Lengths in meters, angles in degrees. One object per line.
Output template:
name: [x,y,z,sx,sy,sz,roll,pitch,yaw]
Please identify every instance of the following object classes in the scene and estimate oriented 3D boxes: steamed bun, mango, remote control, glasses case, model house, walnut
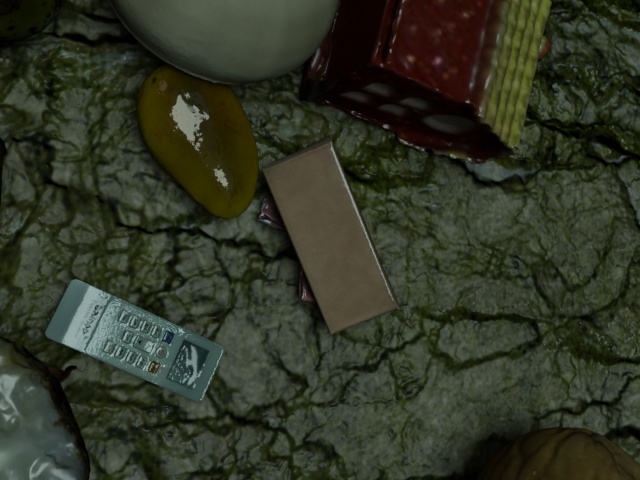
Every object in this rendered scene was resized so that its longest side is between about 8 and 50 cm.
steamed bun: [-0.081,-0.266,0.751,0.232,0.145,0.231,15,56,-22]
mango: [-0.114,-0.097,0.791,0.103,0.076,0.161,-32,100,-29]
remote control: [-0.174,0.096,0.773,0.162,0.029,0.061,30,76,-23]
glasses case: [0.000,0.000,0.846,0.103,0.070,0.193,-22,97,4]
model house: [0.134,-0.202,0.865,0.254,0.160,0.195,18,77,-23]
walnut: [0.256,0.305,0.849,0.228,0.228,0.227,2,84,-24]

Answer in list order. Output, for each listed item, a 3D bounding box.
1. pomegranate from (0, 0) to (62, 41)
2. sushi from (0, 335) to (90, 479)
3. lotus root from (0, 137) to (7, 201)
pomegranate: [-0.268,-0.247,0.710,0.163,0.126,0.138,-28,129,-31]
sushi: [-0.328,0.191,0.616,0.343,0.182,0.196,-31,94,-27]
lotus root: [-0.375,-0.032,0.636,0.260,0.149,0.267,-39,104,-21]
